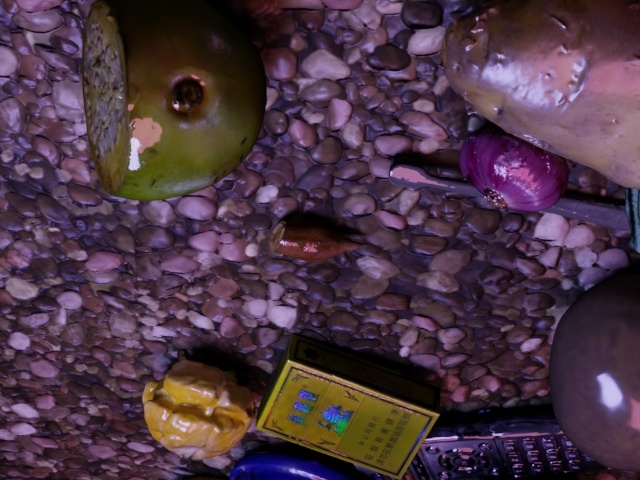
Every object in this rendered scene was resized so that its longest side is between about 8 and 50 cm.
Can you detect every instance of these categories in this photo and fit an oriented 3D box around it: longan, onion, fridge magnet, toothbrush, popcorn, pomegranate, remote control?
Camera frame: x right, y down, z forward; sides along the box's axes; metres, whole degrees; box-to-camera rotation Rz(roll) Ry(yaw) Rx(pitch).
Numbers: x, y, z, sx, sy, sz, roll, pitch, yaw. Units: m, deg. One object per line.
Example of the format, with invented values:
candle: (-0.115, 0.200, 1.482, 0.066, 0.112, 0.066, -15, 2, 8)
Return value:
longan: (0.392, 0.160, 1.234, 0.246, 0.215, 0.246, -20, 128, -28)
onion: (0.202, -0.081, 1.065, 0.115, 0.115, 0.104, 31, 88, -26)
fridge magnet: (-0.018, 0.412, 1.616, 0.265, 0.113, 0.265, 15, 149, 9)
toothbrush: (0.217, -0.051, 1.141, 0.297, 0.030, 0.030, 11, 130, -8)
popcorn: (-0.166, 0.229, 1.416, 0.148, 0.152, 0.167, -8, 151, 15)
pomegranate: (-0.140, -0.121, 0.990, 0.159, 0.190, 0.241, -4, 143, -28)
remote control: (0.237, 0.293, 1.503, 0.398, 0.062, 0.144, -7, 137, 17)

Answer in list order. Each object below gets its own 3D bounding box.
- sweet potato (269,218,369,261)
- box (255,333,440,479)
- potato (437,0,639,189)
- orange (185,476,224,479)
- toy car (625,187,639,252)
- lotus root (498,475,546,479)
sweet potato: (0.000, 0.000, 1.209, 0.117, 0.049, 0.049, 6, 139, -9)
box: (0.036, 0.228, 1.413, 0.220, 0.064, 0.141, 19, 125, -7)
potato: (0.255, -0.150, 0.940, 0.296, 0.141, 0.192, 14, 142, -2)
orange: (-0.186, 0.445, 1.678, 0.117, 0.135, 0.135, -28, 140, -15)
toy car: (0.470, -0.066, 1.042, 0.320, 0.097, 0.141, -8, 136, 15)
lotus root: (0.316, 0.488, 1.580, 0.250, 0.250, 0.346, -23, 136, 29)
